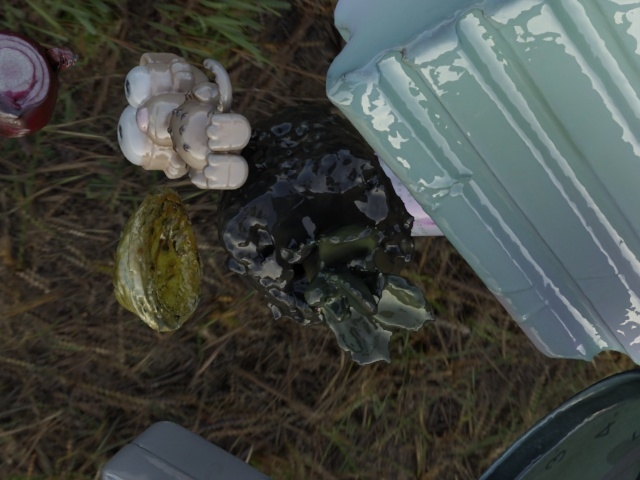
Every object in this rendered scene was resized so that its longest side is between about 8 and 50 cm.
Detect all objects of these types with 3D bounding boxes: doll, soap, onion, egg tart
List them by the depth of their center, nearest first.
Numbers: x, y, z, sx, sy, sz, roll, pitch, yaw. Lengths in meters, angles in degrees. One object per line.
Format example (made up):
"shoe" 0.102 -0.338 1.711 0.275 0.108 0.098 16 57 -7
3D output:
"soap" 0.184 -0.056 0.734 0.208 0.115 0.347 -25 125 27
"doll" -0.158 -0.142 1.283 0.119 0.278 0.154 -4 102 -27
"egg tart" -0.266 0.035 1.722 0.098 0.252 0.232 -5 139 16
"onion" -0.488 -0.258 1.749 0.135 0.198 0.173 -15 104 46

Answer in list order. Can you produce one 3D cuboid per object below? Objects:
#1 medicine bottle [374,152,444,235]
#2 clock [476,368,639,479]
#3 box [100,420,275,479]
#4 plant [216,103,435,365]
"medicine bottle" 0.210 -0.082 1.645 0.254 0.152 0.152 -2 95 30
"clock" 0.134 0.196 0.670 0.055 0.280 0.280 42 97 -1
"box" -0.056 0.215 0.632 0.103 0.055 0.244 21 136 31
"plant" 0.000 0.000 1.258 0.213 0.312 0.215 -29 131 10
